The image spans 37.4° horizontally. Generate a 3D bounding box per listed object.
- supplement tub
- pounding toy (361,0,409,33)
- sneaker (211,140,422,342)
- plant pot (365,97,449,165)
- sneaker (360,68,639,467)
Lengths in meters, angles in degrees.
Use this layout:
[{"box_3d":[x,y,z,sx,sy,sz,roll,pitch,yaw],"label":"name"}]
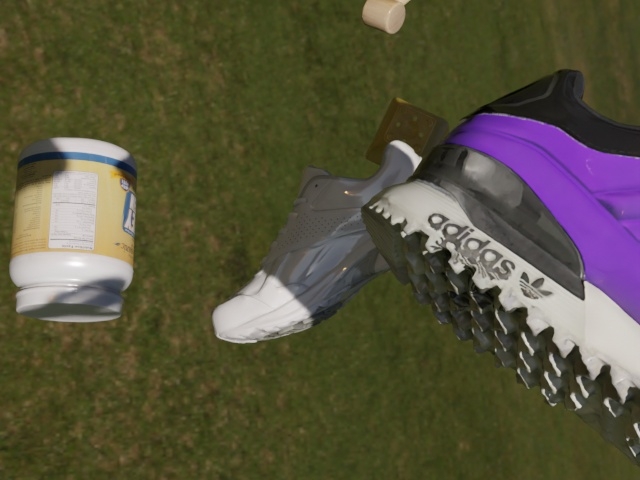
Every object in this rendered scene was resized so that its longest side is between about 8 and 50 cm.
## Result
[{"box_3d":[-0.297,-0.010,1.142,0.144,0.144,0.200,29,58,-62],"label":"supplement tub"},{"box_3d":[0.064,-0.318,0.951,0.181,0.094,0.206,5,105,-63],"label":"pounding toy"},{"box_3d":[0.000,0.000,0.789,0.115,0.232,0.090,60,6,11],"label":"sneaker"},{"box_3d":[0.106,-0.125,1.133,0.082,0.081,0.083,-64,175,-4],"label":"plant pot"},{"box_3d":[0.165,0.027,0.359,0.146,0.293,0.102,-44,157,-13],"label":"sneaker"}]
